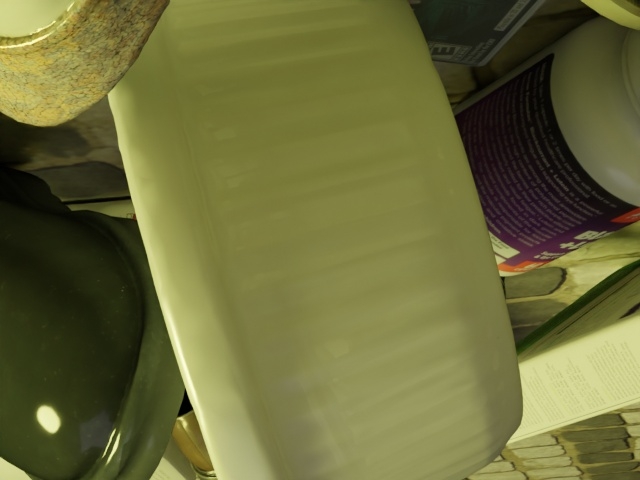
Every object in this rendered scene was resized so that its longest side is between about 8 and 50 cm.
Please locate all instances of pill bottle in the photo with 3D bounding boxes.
[{"bbox_3d":[0.146,-0.057,0.750,0.108,0.108,0.193,10,157,-29],"label":"pill bottle"}]

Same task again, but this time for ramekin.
[{"bbox_3d":[0.000,0.000,0.625,0.127,0.272,0.273,-17,159,0],"label":"ramekin"}]

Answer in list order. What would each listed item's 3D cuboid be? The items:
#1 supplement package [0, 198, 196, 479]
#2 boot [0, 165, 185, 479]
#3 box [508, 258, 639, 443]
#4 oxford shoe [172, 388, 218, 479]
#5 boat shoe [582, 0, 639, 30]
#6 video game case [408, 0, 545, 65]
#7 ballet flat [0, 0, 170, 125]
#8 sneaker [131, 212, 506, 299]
[{"bbox_3d":[-0.251,0.090,1.009,0.293,0.177,0.175,-5,160,5],"label":"supplement package"},{"bbox_3d":[-0.327,0.007,0.667,0.445,0.146,0.367,13,-176,-31],"label":"boot"},{"bbox_3d":[0.257,0.041,0.941,0.232,0.058,0.322,-30,179,-35],"label":"box"},{"bbox_3d":[-0.073,0.059,0.940,0.083,0.227,0.096,-26,126,11],"label":"oxford shoe"},{"bbox_3d":[0.112,-0.156,0.469,0.302,0.113,0.103,17,158,-41],"label":"boat shoe"},{"bbox_3d":[0.038,-0.140,0.638,0.173,0.022,0.190,5,159,-18],"label":"video game case"},{"bbox_3d":[-0.074,-0.141,0.380,0.106,0.107,0.316,-33,162,-48],"label":"ballet flat"},{"bbox_3d":[0.013,0.017,0.934,0.299,0.112,0.121,11,156,-30],"label":"sneaker"}]
